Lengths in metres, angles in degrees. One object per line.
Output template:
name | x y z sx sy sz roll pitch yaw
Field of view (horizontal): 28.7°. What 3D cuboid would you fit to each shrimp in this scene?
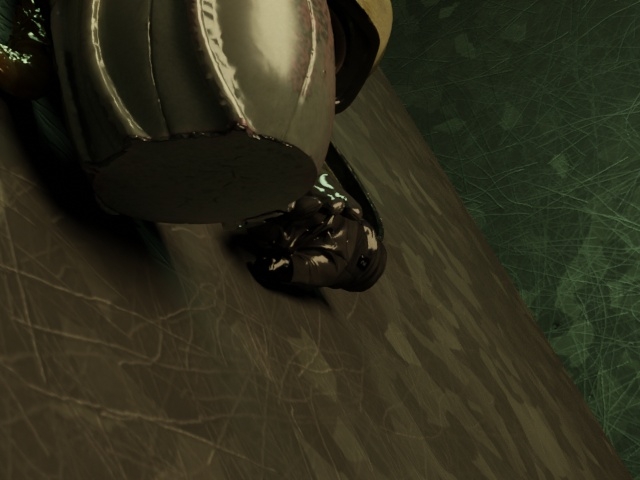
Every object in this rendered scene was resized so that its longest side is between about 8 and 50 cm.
shrimp | -0.268 -0.173 1.054 0.095 0.045 0.162 22 32 -28

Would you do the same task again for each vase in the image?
vase | -0.106 -0.243 1.085 0.250 0.250 0.445 35 46 -57

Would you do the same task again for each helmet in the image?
helmet | -0.059 -0.304 1.840 0.253 0.198 0.154 28 0 -33

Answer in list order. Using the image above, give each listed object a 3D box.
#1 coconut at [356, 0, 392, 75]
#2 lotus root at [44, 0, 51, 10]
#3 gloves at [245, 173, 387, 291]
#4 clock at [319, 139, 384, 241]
coconut | -0.021 -0.363 2.021 0.247 0.245 0.245 44 15 -47
lotus root | -0.223 -0.303 1.314 0.173 0.173 0.309 47 12 -30
gloves | -0.007 -0.001 1.368 0.119 0.142 0.285 18 -11 17
clock | -0.034 -0.108 1.666 0.325 0.067 0.325 50 13 -15
